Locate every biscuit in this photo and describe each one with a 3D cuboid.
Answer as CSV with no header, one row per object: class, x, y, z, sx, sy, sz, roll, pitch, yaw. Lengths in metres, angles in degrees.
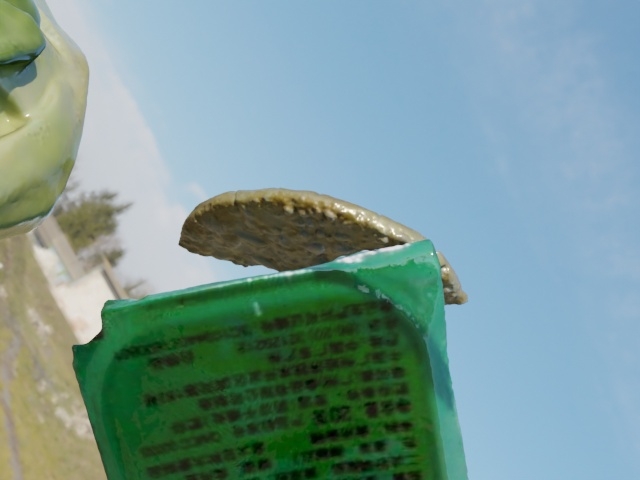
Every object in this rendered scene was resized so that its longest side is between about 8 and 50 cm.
biscuit,0.000,-0.002,0.919,0.290,0.038,0.141,14,-29,8

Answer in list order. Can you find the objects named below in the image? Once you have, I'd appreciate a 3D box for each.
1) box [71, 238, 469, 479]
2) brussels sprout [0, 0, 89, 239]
box,-0.022,0.166,0.770,0.106,0.264,0.336,-97,177,-69
brussels sprout,-0.280,-0.109,0.514,0.247,0.328,0.328,-5,-60,35
